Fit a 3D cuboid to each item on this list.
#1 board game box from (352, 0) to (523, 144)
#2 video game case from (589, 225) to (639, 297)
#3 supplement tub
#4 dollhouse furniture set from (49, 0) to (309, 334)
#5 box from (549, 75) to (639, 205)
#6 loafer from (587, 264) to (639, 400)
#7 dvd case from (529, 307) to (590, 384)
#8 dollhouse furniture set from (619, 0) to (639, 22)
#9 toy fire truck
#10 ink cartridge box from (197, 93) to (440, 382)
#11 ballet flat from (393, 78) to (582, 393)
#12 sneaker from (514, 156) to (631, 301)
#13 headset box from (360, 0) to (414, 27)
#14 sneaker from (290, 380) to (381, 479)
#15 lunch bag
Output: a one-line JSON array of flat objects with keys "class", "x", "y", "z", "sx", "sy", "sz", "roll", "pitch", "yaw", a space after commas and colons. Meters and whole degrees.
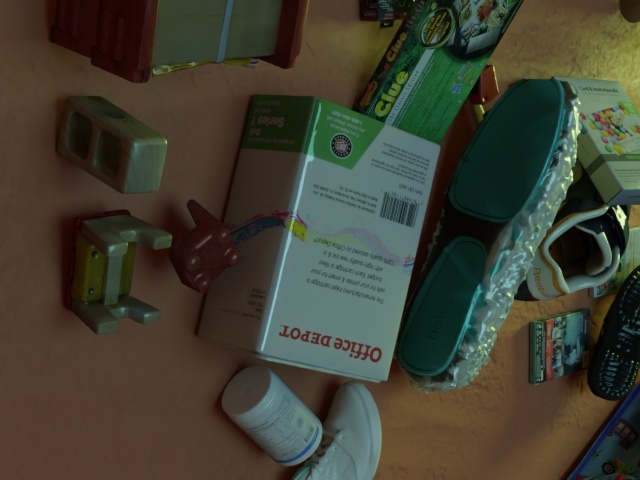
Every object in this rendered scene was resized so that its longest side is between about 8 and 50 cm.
[{"class": "board game box", "x": 0.151, "y": -0.239, "z": 1.668, "sx": 0.136, "sy": 0.030, "sz": 0.260, "roll": 16, "pitch": 111, "yaw": -45}, {"class": "video game case", "x": 0.423, "y": 0.029, "z": 2.037, "sx": 0.122, "sy": 0.011, "sz": 0.087, "roll": -10, "pitch": 104, "yaw": -41}, {"class": "supplement tub", "x": -0.052, "y": 0.195, "z": 1.589, "sx": 0.107, "sy": 0.071, "sz": 0.071, "roll": 49, "pitch": 64, "yaw": -34}, {"class": "dollhouse furniture set", "x": -0.157, "y": -0.116, "z": 1.424, "sx": 0.201, "sy": 0.152, "sz": 0.374, "roll": -10, "pitch": 120, "yaw": -42}, {"class": "box", "x": 0.383, "y": -0.131, "z": 1.884, "sx": 0.145, "sy": 0.038, "sz": 0.186, "roll": -2, "pitch": 55, "yaw": -42}, {"class": "loafer", "x": 0.425, "y": 0.127, "z": 2.017, "sx": 0.080, "sy": 0.078, "sz": 0.220, "roll": 33, "pitch": 70, "yaw": -2}, {"class": "dvd case", "x": 0.329, "y": 0.144, "z": 1.968, "sx": 0.119, "sy": 0.013, "sz": 0.087, "roll": -10, "pitch": 103, "yaw": -40}, {"class": "dollhouse furniture set", "x": 0.534, "y": -0.270, "z": 2.039, "sx": 0.212, "sy": 0.161, "sz": 0.242, "roll": -25, "pitch": 90, "yaw": -38}, {"class": "toy fire truck", "x": 0.241, "y": -0.143, "z": 1.821, "sx": 0.135, "sy": 0.047, "sz": 0.192, "roll": -27, "pitch": 115, "yaw": -36}, {"class": "ink cartridge box", "x": 0.000, "y": 0.000, "z": 1.575, "sx": 0.201, "sy": 0.117, "sz": 0.278, "roll": 17, "pitch": 85, "yaw": -42}, {"class": "ballet flat", "x": 0.211, "y": -0.002, "z": 1.752, "sx": 0.147, "sy": 0.147, "sz": 0.409, "roll": 23, "pitch": 93, "yaw": -42}, {"class": "sneaker", "x": 0.356, "y": -0.024, "z": 1.893, "sx": 0.321, "sy": 0.127, "sz": 0.126, "roll": -44, "pitch": 122, "yaw": -30}, {"class": "headset box", "x": 0.077, "y": -0.288, "z": 1.660, "sx": 0.062, "sy": 0.032, "sz": 0.083, "roll": -12, "pitch": 105, "yaw": -40}, {"class": "sneaker", "x": 0.007, "y": 0.266, "z": 1.657, "sx": 0.094, "sy": 0.080, "sz": 0.212, "roll": 8, "pitch": 92, "yaw": -31}, {"class": "lunch bag", "x": 0.495, "y": 0.334, "z": 2.093, "sx": 0.293, "sy": 0.138, "sz": 0.221, "roll": -55, "pitch": 128, "yaw": -37}]
